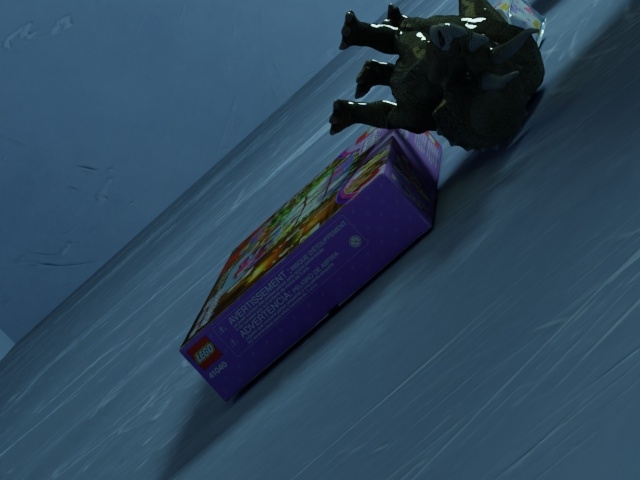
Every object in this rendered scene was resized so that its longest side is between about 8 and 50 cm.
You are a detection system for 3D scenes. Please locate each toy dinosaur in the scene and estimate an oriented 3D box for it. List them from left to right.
[{"bbox_3d":[0.105,-0.127,1.520,0.313,0.160,0.121,-28,-50,-70],"label":"toy dinosaur"}]

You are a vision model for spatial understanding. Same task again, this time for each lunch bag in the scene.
[{"bbox_3d":[0.155,-0.171,1.742,0.071,0.053,0.083,-40,16,32],"label":"lunch bag"}]

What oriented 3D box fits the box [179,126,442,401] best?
[{"bbox_3d":[0.000,0.000,1.545,0.201,0.057,0.293,-41,7,12],"label":"box"}]
